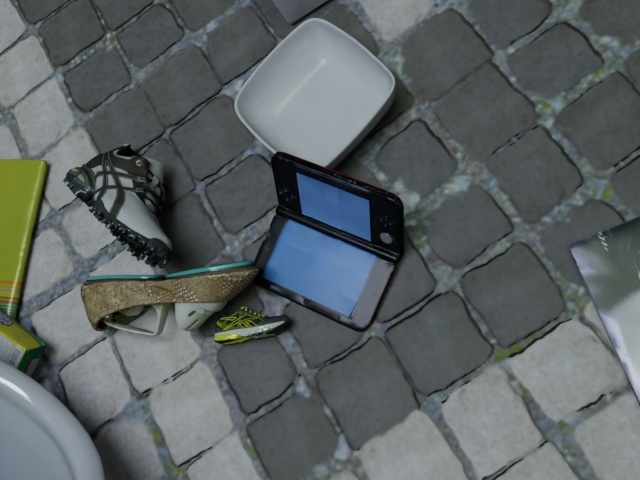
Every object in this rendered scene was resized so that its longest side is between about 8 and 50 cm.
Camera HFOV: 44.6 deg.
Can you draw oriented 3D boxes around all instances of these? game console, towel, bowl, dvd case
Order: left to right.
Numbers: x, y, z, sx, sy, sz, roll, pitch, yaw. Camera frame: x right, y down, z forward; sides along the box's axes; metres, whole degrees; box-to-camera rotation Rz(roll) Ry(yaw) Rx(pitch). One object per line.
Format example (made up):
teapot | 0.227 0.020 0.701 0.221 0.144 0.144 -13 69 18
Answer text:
towel | -0.384 0.018 0.915 0.102 0.021 0.237 3 76 16
bowl | -0.003 -0.143 0.813 0.142 0.053 0.142 -47 67 1
game console | 0.000 0.000 0.758 0.144 0.124 0.085 23 57 22
dvd case | 0.332 0.072 0.661 0.164 0.018 0.221 -22 69 11

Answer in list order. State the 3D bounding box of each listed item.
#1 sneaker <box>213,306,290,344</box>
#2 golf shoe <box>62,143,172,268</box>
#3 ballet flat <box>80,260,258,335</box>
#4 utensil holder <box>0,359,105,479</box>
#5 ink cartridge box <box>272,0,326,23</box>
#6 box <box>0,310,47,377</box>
sneaker | -0.071 0.081 0.785 0.083 0.031 0.035 -13 71 15
golf shoe | -0.196 -0.047 0.822 0.094 0.077 0.198 -41 49 -11
ballet flat | -0.154 0.063 0.804 0.206 0.073 0.067 -7 85 25
utensil holder | -0.409 0.312 0.644 0.327 0.327 0.385 34 102 23
ink cartridge box | -0.079 -0.401 0.829 0.117 0.201 0.278 -33 68 8
box | -0.397 0.111 0.855 0.179 0.043 0.105 32 99 12
